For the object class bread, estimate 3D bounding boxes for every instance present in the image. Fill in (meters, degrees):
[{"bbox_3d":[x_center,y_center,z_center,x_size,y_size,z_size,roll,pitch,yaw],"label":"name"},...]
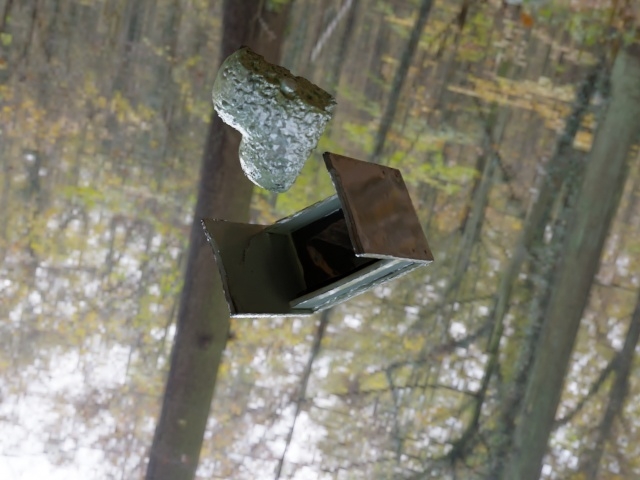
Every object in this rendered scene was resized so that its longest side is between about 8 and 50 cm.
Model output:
[{"bbox_3d":[-0.057,-0.166,1.487,0.172,0.232,0.064,-9,-147,14],"label":"bread"}]

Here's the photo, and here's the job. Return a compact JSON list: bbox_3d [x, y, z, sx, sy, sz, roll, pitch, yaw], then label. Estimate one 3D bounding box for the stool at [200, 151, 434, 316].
[{"bbox_3d":[0.000,0.000,1.638,0.243,0.170,0.269,-26,165,24],"label":"stool"}]
